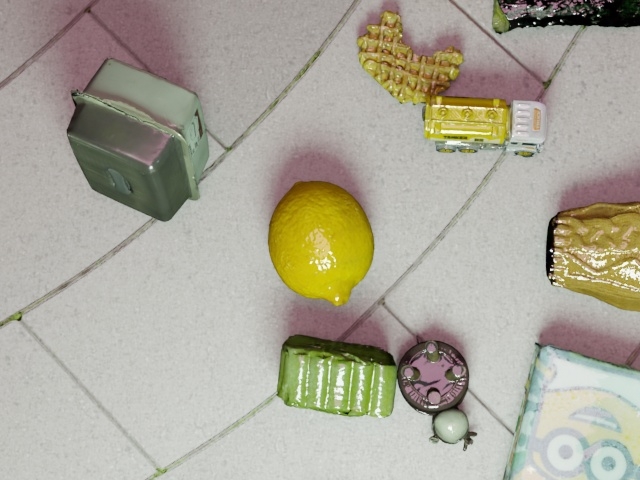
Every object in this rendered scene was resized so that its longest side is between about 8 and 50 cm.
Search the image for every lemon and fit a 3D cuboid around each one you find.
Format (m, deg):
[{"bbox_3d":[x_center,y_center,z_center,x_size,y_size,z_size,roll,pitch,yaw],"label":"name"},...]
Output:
[{"bbox_3d":[0.000,0.000,1.666,0.187,0.187,0.244,-16,70,2],"label":"lemon"}]

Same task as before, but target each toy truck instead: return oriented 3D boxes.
[{"bbox_3d":[0.294,-0.208,1.707,0.227,0.114,0.098,4,83,4],"label":"toy truck"}]

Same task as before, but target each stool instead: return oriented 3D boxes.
[{"bbox_3d":[0.205,0.264,1.653,0.125,0.121,0.217,-17,77,0],"label":"stool"}]

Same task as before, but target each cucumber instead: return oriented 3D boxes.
[{"bbox_3d":[0.470,-0.425,1.744,0.303,0.081,0.072,-3,54,4],"label":"cucumber"}]

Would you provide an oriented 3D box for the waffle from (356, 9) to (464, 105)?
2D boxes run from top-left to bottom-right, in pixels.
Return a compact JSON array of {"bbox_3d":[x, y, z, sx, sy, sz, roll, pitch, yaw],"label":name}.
[{"bbox_3d":[0.162,-0.339,1.765,0.149,0.051,0.194,-44,77,-3],"label":"waffle"}]

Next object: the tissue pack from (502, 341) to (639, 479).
[{"bbox_3d":[0.443,0.350,1.621,0.228,0.128,0.311,15,85,5],"label":"tissue pack"}]

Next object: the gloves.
[{"bbox_3d":[0.564,0.029,1.639,0.356,0.155,0.203,3,87,1],"label":"gloves"}]

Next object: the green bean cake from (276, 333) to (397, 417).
[{"bbox_3d":[0.030,0.230,1.621,0.200,0.214,0.113,9,89,4],"label":"green bean cake"}]

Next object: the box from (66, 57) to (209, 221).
[{"bbox_3d":[-0.312,-0.167,1.659,0.220,0.290,0.166,24,71,7],"label":"box"}]
